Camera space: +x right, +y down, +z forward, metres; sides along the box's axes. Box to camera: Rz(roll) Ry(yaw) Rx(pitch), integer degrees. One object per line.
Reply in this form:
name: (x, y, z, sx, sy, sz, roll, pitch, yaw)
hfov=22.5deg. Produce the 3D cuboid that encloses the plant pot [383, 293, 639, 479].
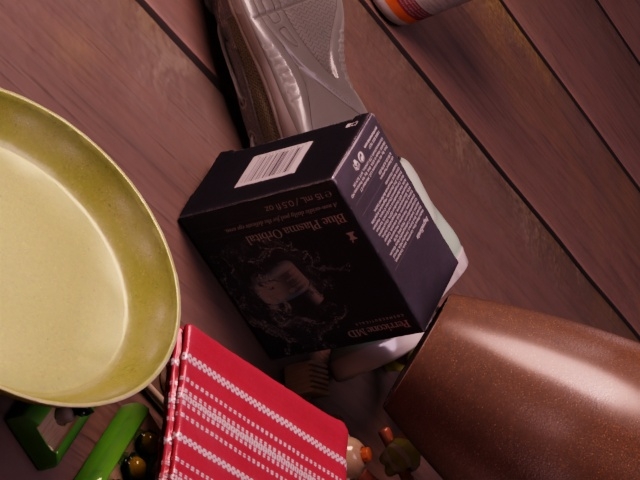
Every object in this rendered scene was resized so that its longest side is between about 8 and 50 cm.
plant pot: (0.173, 0.147, 1.270, 0.230, 0.215, 0.215, 30, 33, 3)

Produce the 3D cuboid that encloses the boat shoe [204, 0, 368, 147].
boat shoe: (-0.036, -0.148, 1.406, 0.118, 0.103, 0.320, -14, 80, -44)

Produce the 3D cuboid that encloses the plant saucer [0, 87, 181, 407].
plant saucer: (-0.195, 0.006, 1.003, 0.241, 0.037, 0.241, 31, 38, -28)

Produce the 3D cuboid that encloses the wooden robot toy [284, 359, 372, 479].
wooden robot toy: (0.012, 0.176, 1.301, 0.076, 0.079, 0.173, 42, 40, -44)

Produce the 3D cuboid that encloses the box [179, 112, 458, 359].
box: (0.000, 0.000, 1.290, 0.158, 0.156, 0.093, 58, 39, -26)

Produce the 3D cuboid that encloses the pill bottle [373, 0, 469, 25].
pill bottle: (0.160, -0.319, 1.713, 0.121, 0.221, 0.121, 39, 41, -46)

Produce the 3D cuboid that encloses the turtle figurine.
turtle figurine: (0.126, 0.159, 1.423, 0.269, 0.087, 0.217, 9, 29, -28)

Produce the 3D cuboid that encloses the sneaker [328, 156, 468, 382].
sneaker: (0.040, 0.017, 1.443, 0.151, 0.094, 0.256, 59, 30, -13)

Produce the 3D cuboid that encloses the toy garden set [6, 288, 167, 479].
toy garden set: (-0.128, 0.103, 1.118, 0.244, 0.049, 0.204, 61, 29, -21)

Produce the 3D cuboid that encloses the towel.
towel: (-0.051, 0.211, 1.102, 0.199, 0.031, 0.275, 37, 44, -40)
